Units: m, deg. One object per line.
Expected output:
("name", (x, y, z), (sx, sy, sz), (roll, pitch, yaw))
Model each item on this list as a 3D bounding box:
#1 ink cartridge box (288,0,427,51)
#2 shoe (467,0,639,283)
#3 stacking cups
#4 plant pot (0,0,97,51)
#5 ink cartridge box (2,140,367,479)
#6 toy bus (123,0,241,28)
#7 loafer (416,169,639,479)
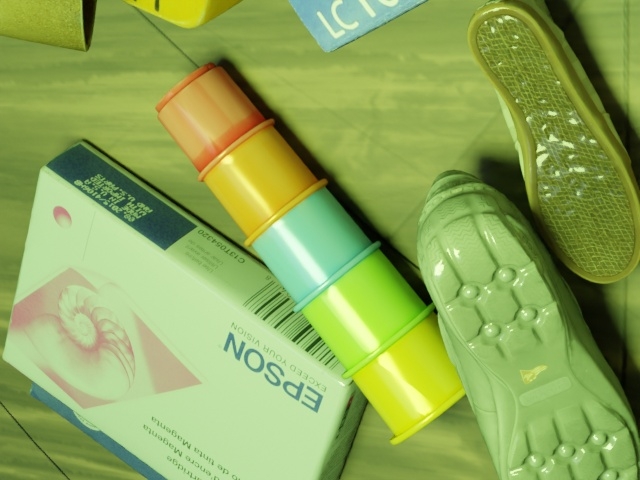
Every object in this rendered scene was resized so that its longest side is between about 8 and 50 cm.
("ink cartridge box", (0.119, -0.251, 0.986), (0.270, 0.395, 0.151), (-24, 101, 46))
("shoe", (0.165, -0.073, 1.326), (0.076, 0.058, 0.219), (-16, 112, 24))
("stacking cups", (0.000, 0.000, 1.492), (0.316, 0.096, 0.096), (54, 137, 3))
("plant pot", (-0.281, -0.256, 1.360), (0.254, 0.237, 0.237), (3, 127, -2))
("ink cartridge box", (-0.127, 0.127, 1.690), (0.324, 0.071, 0.330), (33, 133, 17))
("toy bus", (-0.074, -0.311, 1.319), (0.130, 0.108, 0.332), (27, 133, 26))
("loafer", (0.152, 0.087, 1.413), (0.112, 0.111, 0.319), (-19, 122, 7))
